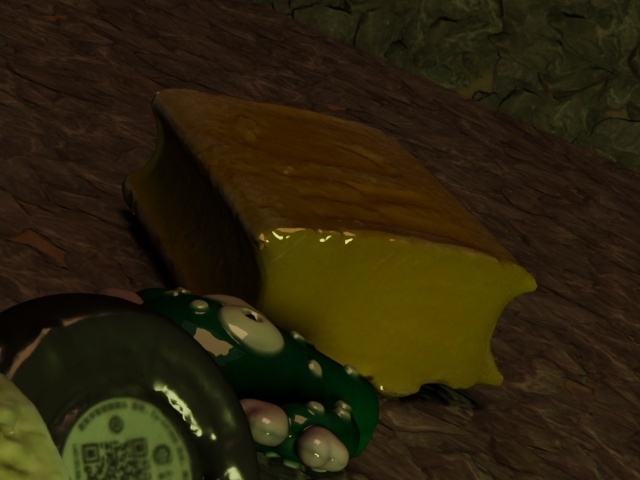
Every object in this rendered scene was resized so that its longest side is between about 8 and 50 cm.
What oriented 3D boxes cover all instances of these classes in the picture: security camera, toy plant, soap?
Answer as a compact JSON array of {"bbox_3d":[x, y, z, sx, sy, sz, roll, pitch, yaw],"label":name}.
[{"bbox_3d":[-0.182,0.142,1.006,0.191,0.197,0.277,-5,-8,-43],"label":"security camera"},{"bbox_3d":[-0.070,0.103,1.409,0.243,0.112,0.232,26,5,-3],"label":"toy plant"},{"bbox_3d":[0.000,0.000,1.714,0.293,0.156,0.335,8,22,-25],"label":"soap"}]

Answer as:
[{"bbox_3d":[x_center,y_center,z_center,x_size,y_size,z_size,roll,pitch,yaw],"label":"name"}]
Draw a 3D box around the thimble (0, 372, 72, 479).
[{"bbox_3d":[-0.241,0.170,0.813,0.271,0.271,0.150,34,19,31],"label":"thimble"}]
